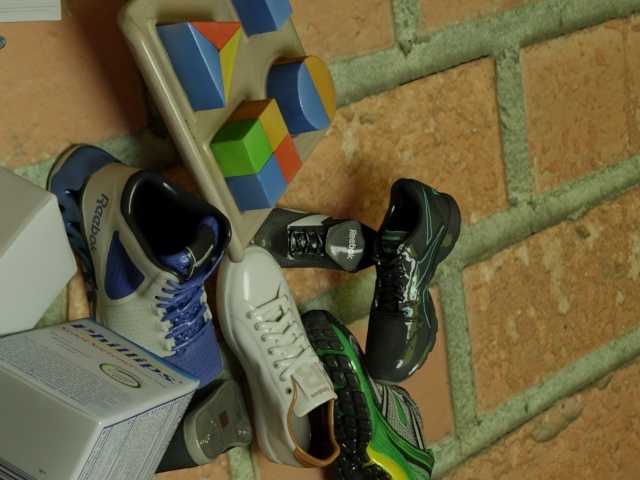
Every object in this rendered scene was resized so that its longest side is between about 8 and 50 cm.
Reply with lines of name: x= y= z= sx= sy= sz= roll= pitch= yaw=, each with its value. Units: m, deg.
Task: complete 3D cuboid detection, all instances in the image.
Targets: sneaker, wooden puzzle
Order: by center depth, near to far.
sneaker: x=-0.176 y=0.044 z=1.794 sx=0.127 sy=0.182 sz=0.316 roll=-39 pitch=120 yaw=-32
wooden puzzle: x=-0.082 y=-0.197 z=1.858 sx=0.322 sy=0.080 sz=0.348 roll=66 pitch=31 yaw=-28
sneaker: x=-0.162 y=0.225 z=1.919 sx=0.222 sy=0.118 sz=0.083 roll=-12 pitch=87 yaw=-74
sneaker: x=-0.035 y=0.139 z=1.943 sx=0.106 sy=0.123 sz=0.290 roll=-27 pitch=109 yaw=-34
sneaker: x=0.095 y=0.048 z=2.016 sx=0.106 sy=0.101 sz=0.267 roll=36 pitch=61 yaw=-48
sneaker: x=0.000 y=0.000 z=2.029 sx=0.234 sy=0.106 sz=0.078 roll=5 pitch=90 yaw=-46
sneaker: x=0.047 y=0.222 z=2.112 sx=0.146 sy=0.134 sz=0.344 roll=-60 pitch=136 yaw=-44

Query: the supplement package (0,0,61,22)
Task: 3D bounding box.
supplement package: x=-0.354 y=-0.337 z=1.594 sx=0.133 sy=0.139 sz=0.244 roll=-11 pitch=103 yaw=-44

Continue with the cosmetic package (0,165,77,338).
cosmetic package: x=-0.425 y=0.087 z=1.491 sx=0.385 sy=0.217 sz=0.156 roll=-53 pitch=160 yaw=-27

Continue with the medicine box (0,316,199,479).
medicine box: x=-0.273 y=0.233 z=1.565 sx=0.264 sy=0.149 sz=0.289 roll=-63 pitch=169 yaw=9

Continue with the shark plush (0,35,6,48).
shark plush: x=-0.386 y=-0.171 z=1.632 sx=0.161 sy=0.067 sz=0.073 roll=-12 pitch=103 yaw=-45
